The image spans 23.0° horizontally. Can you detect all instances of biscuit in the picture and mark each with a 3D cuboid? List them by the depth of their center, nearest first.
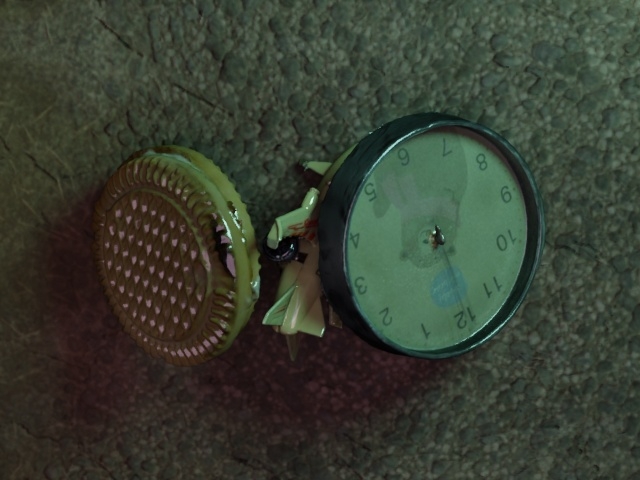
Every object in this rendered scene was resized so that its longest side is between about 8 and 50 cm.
[{"bbox_3d":[-0.163,0.017,1.744,0.259,0.079,0.259,13,109,40],"label":"biscuit"}]

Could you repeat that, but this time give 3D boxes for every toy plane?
[{"bbox_3d":[0.000,0.000,1.764,0.104,0.242,0.256,6,66,21],"label":"toy plane"}]

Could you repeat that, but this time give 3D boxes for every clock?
[{"bbox_3d":[0.127,-0.002,1.734,0.280,0.055,0.281,-5,100,-30],"label":"clock"}]
